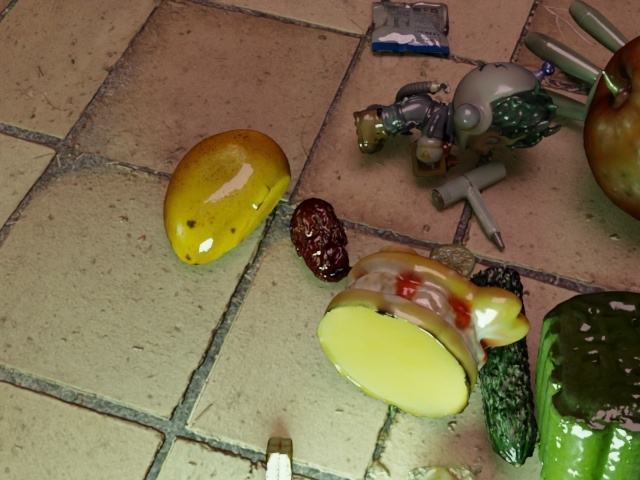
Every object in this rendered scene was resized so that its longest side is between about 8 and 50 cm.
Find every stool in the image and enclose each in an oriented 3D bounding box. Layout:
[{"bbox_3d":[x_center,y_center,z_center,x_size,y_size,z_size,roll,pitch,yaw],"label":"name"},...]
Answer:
[{"bbox_3d":[0.523,-0.335,2.056,0.195,0.195,0.198,-38,55,-25],"label":"stool"}]

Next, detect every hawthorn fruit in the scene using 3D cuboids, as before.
[{"bbox_3d":[0.648,-0.218,1.818,0.402,0.403,0.403,0,52,0],"label":"hawthorn fruit"}]

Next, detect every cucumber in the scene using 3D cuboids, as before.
[{"bbox_3d":[0.306,0.210,1.695,0.096,0.096,0.359,-1,55,0],"label":"cucumber"}]

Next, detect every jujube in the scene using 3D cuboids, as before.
[{"bbox_3d":[-0.004,0.001,1.853,0.104,0.104,0.166,-10,55,-7],"label":"jujube"}]

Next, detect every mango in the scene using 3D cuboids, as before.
[{"bbox_3d":[-0.184,-0.084,1.892,0.191,0.160,0.290,28,67,13],"label":"mango"}]

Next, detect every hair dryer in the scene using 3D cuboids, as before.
[{"bbox_3d":[0.319,-0.057,1.937,0.155,0.044,0.183,-27,62,-18],"label":"hair dryer"}]

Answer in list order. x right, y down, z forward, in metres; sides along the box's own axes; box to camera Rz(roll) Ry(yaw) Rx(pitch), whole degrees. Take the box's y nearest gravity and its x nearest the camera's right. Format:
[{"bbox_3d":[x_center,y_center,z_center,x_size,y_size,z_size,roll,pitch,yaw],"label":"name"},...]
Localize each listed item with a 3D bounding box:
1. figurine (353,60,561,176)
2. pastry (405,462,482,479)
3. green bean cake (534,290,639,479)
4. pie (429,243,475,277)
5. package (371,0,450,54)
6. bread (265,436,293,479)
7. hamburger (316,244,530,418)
[{"bbox_3d":[0.261,-0.224,1.947,0.381,0.186,0.261,-11,12,15],"label":"figurine"},{"bbox_3d":[0.188,0.447,1.517,0.121,0.089,0.258,-8,48,10],"label":"pastry"},{"bbox_3d":[0.478,0.224,1.512,0.319,0.218,0.335,1,29,4],"label":"green bean cake"},{"bbox_3d":[0.237,0.038,1.871,0.085,0.017,0.085,-1,53,1],"label":"pie"},{"bbox_3d":[0.196,-0.467,2.260,0.171,0.027,0.173,4,53,0],"label":"package"},{"bbox_3d":[-0.064,0.347,1.609,0.043,0.062,0.109,1,55,1],"label":"bread"},{"bbox_3d":[0.163,0.132,1.635,0.302,0.261,0.186,-1,43,44],"label":"hamburger"}]
